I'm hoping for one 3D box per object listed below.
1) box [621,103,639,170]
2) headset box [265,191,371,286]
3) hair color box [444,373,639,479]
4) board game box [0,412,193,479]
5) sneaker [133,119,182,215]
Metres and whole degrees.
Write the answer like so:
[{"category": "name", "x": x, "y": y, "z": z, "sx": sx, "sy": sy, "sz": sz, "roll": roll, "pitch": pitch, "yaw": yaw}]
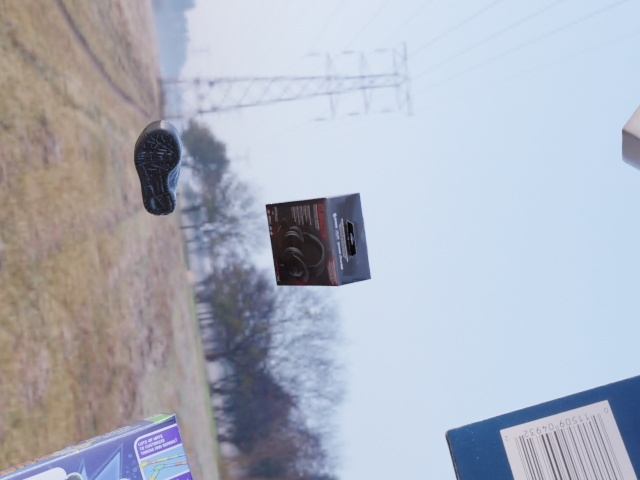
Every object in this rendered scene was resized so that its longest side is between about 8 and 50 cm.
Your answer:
[{"category": "box", "x": 0.370, "y": -0.126, "z": 0.540, "sx": 0.232, "sy": 0.322, "sz": 0.058, "roll": 36, "pitch": -3, "yaw": 24}, {"category": "headset box", "x": 0.000, "y": 0.000, "z": 0.640, "sx": 0.083, "sy": 0.032, "sz": 0.062, "roll": -2, "pitch": -83, "yaw": 54}, {"category": "hair color box", "x": 0.240, "y": 0.242, "z": 0.812, "sx": 0.347, "sy": 0.174, "sz": 0.105, "roll": 53, "pitch": 21, "yaw": -55}, {"category": "board game box", "x": -0.183, "y": 0.222, "z": 0.656, "sx": 0.035, "sy": 0.201, "sz": 0.136, "roll": -15, "pitch": -90, "yaw": 60}, {"category": "sneaker", "x": -0.182, "y": -0.095, "z": 1.025, "sx": 0.170, "sy": 0.051, "sz": 0.089, "roll": 102, "pitch": -14, "yaw": -51}]
